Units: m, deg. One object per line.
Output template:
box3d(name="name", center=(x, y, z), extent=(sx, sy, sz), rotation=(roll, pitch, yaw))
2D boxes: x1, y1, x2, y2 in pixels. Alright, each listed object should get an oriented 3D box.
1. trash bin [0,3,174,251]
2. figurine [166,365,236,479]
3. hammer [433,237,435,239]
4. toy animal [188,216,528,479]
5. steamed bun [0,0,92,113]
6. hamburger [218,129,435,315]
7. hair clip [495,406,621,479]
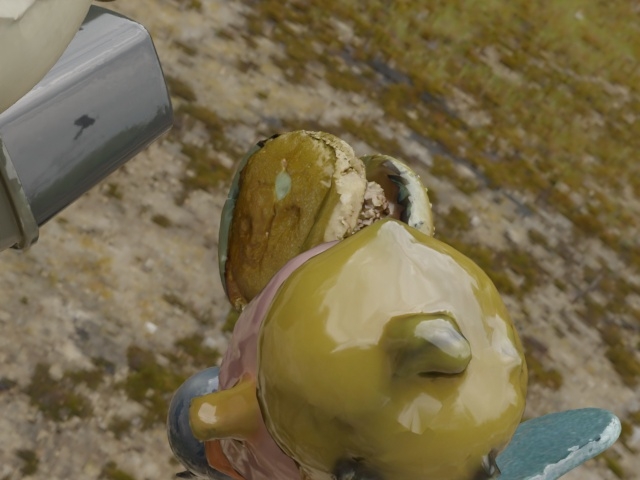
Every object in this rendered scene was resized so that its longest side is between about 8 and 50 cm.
box3d(name="trash bin", center=(-0.309, -0.114, 1.197), extent=(0.209, 0.182, 0.290), rotation=(20, 46, 40))
box3d(name="figurine", center=(-0.100, 0.258, 1.603), extent=(0.197, 0.265, 0.175), rotation=(-6, 62, 3))
box3d(name="hammer", center=(0.101, -0.007, 1.169), extent=(0.110, 0.035, 0.019), rotation=(37, 60, -10))
box3d(name="toy animal", center=(0.027, 0.078, 0.670), extent=(0.195, 0.281, 0.169), rotation=(-5, 87, -14))
box3d(name="steamed bun", center=(-0.305, -0.202, 0.754), extent=(0.375, 0.241, 0.374), rotation=(-1, 66, 2))
box3d(name="hamburger", center=(0.000, 0.000, 0.955), extent=(0.113, 0.185, 0.177), rotation=(13, 55, -35))
box3d(name="hair clip", center=(0.055, 0.309, 1.071), extent=(0.392, 0.238, 0.318), rotation=(0, 20, 29))
